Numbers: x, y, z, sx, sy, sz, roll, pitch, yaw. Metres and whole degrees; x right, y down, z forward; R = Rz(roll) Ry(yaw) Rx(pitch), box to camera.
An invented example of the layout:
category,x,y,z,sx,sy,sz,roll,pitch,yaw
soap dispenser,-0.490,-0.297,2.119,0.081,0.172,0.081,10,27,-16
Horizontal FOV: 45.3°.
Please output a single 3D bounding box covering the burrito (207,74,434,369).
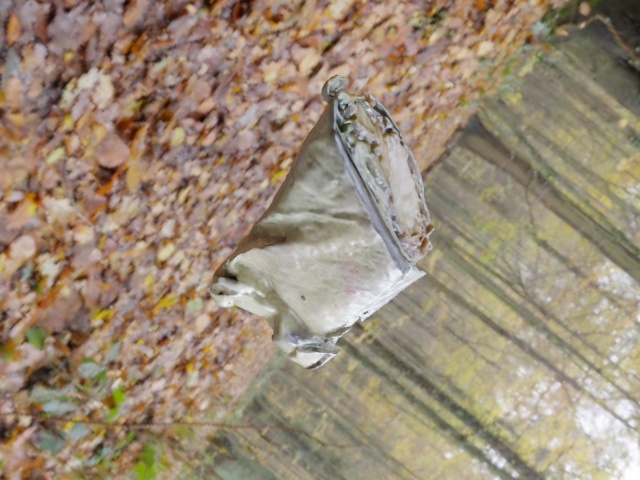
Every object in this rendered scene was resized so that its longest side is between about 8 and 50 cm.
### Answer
category,x,y,z,sx,sy,sz,roll,pitch,yaw
burrito,0.012,0.005,0.749,0.347,0.175,0.107,-54,-166,46
